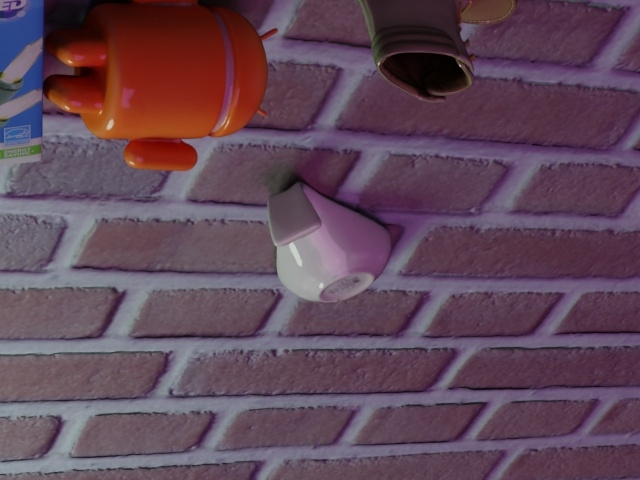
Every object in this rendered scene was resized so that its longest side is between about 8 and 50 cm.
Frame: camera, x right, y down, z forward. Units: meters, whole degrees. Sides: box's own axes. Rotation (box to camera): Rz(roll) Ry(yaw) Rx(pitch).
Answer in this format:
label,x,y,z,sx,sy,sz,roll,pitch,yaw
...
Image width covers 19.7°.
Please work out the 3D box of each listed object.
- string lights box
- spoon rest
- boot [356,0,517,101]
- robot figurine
label,x,y,z,sx,sy,sz,roll,pitch,yaw
string lights box,-0.316,-0.174,1.627,0.133,0.077,0.260,-9,143,-16
spoon rest,0.000,0.000,2.051,0.137,0.084,0.276,-25,159,6
boot,0.118,-0.203,1.745,0.213,0.165,0.077,9,136,-35
robot figurine,-0.144,-0.154,1.704,0.219,0.158,0.128,-2,158,-26
